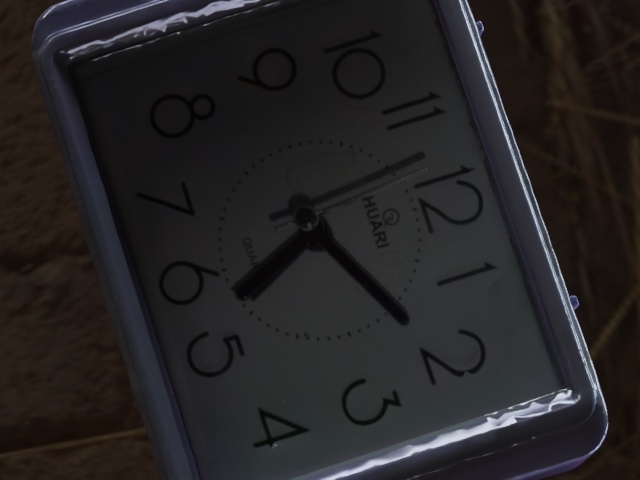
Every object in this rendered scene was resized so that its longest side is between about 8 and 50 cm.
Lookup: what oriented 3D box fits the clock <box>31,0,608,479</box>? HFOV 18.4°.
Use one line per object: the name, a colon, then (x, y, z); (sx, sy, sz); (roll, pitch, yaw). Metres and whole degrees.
clock: (0.001, 0.000, 0.650); (0.144, 0.073, 0.193); (-18, 81, -1)
